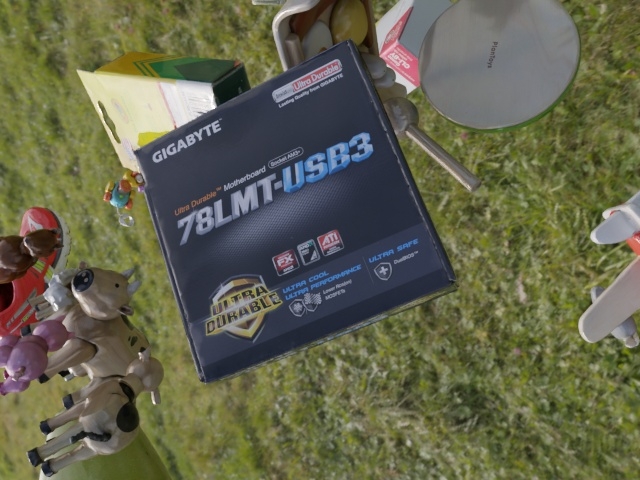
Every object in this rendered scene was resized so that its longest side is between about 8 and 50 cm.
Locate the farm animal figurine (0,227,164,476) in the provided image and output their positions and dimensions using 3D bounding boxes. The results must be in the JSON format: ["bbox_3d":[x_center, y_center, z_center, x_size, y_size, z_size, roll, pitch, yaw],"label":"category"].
[{"bbox_3d":[-0.296,0.129,0.817,0.330,0.172,0.327,60,167,20],"label":"farm animal figurine"}]

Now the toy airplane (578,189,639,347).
[{"bbox_3d":[0.793,0.064,1.421,0.386,0.272,0.385,1,72,17],"label":"toy airplane"}]

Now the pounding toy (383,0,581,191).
[{"bbox_3d":[0.203,-0.180,0.766,0.183,0.110,0.237,41,93,25],"label":"pounding toy"}]

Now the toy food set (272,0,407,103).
[{"bbox_3d":[0.054,-0.242,0.814,0.092,0.220,0.306,16,150,24],"label":"toy food set"}]

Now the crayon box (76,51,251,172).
[{"bbox_3d":[-0.236,-0.194,1.015,0.318,0.081,0.202,16,137,32],"label":"crayon box"}]

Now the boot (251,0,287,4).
[{"bbox_3d":[-0.086,-0.703,1.615,0.077,0.213,0.165,-117,17,-52],"label":"boot"}]

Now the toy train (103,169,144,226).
[{"bbox_3d":[-0.372,-0.100,1.314,0.125,0.166,0.046,49,127,0],"label":"toy train"}]

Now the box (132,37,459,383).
[{"bbox_3d":[-0.038,-0.029,0.698,0.295,0.073,0.293,-23,76,12],"label":"box"}]

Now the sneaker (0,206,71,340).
[{"bbox_3d":[-0.506,0.045,1.060,0.107,0.118,0.279,-31,51,26],"label":"sneaker"}]

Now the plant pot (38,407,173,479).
[{"bbox_3d":[-0.396,0.447,1.131,0.294,0.274,0.275,63,145,29],"label":"plant pot"}]

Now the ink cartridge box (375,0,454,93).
[{"bbox_3d":[0.221,-0.574,1.947,0.160,0.279,0.384,31,152,-19],"label":"ink cartridge box"}]
